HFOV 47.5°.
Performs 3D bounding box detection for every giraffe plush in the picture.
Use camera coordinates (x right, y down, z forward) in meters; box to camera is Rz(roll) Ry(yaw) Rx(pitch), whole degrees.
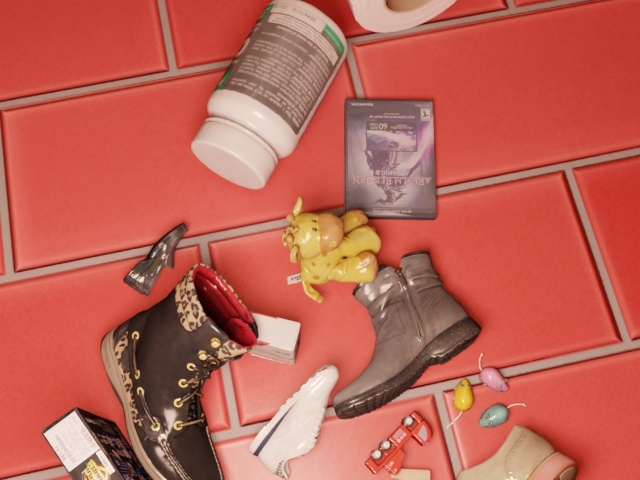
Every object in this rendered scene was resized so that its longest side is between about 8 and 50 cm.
[{"bbox_3d":[0.000,0.000,1.413,0.210,0.170,0.181,-31,54,2],"label":"giraffe plush"}]

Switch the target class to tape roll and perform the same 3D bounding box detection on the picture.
[{"bbox_3d":[0.186,-0.574,1.562,0.286,0.286,0.100,-18,74,-6],"label":"tape roll"}]

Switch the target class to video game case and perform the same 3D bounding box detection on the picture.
[{"bbox_3d":[0.148,-0.177,1.570,0.195,0.026,0.275,1,71,0],"label":"video game case"}]

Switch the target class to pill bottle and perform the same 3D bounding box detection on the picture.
[{"bbox_3d":[-0.106,-0.301,1.513,0.204,0.204,0.361,26,73,7],"label":"pill bottle"}]

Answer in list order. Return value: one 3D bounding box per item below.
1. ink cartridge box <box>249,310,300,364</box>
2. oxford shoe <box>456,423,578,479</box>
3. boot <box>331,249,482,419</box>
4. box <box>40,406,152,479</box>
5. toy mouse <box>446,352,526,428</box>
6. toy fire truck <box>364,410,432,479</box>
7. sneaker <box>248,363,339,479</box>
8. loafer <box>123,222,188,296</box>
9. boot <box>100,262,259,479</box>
[{"bbox_3d":[-0.091,0.188,1.393,0.099,0.135,0.056,14,70,3],"label":"ink cartridge box"},{"bbox_3d":[0.284,0.509,1.320,0.397,0.140,0.146,-42,46,-8],"label":"oxford shoe"},{"bbox_3d":[0.123,0.181,1.425,0.338,0.118,0.223,-30,68,-16],"label":"boot"},{"bbox_3d":[-0.325,0.431,1.229,0.073,0.295,0.293,-34,76,-13],"label":"box"},{"bbox_3d":[0.332,0.304,1.414,0.143,0.031,0.161,15,73,4],"label":"toy mouse"},{"bbox_3d":[0.157,0.432,1.364,0.192,0.047,0.135,-43,78,-14],"label":"toy fire truck"},{"bbox_3d":[-0.030,0.333,1.356,0.094,0.090,0.235,40,101,13],"label":"sneaker"},{"bbox_3d":[-0.323,0.038,1.485,0.061,0.062,0.170,43,79,-11],"label":"loafer"},{"bbox_3d":[-0.225,0.254,1.306,0.284,0.138,0.378,-41,66,26],"label":"boot"}]
